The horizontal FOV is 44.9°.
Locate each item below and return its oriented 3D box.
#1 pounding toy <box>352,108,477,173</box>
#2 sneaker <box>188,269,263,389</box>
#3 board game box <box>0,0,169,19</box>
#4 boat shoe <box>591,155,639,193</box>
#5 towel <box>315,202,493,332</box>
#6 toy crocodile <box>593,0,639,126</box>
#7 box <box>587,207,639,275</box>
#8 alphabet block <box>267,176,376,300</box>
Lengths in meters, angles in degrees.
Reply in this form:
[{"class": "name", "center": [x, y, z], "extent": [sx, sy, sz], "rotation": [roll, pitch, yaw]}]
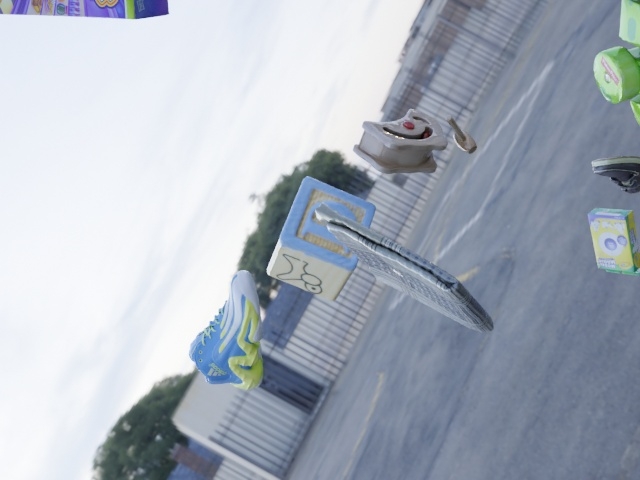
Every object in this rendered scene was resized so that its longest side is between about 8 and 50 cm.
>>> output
[{"class": "pounding toy", "center": [0.214, -0.253, 1.739], "extent": [0.154, 0.270, 0.154], "rotation": [57, 139, 39]}, {"class": "sneaker", "center": [-0.161, 0.161, 1.297], "extent": [0.091, 0.126, 0.240], "rotation": [-109, 16, -58]}, {"class": "board game box", "center": [-0.295, -0.423, 0.835], "extent": [0.078, 0.233, 0.347], "rotation": [-47, -40, -62]}, {"class": "boat shoe", "center": [0.445, -0.090, 1.093], "extent": [0.056, 0.152, 0.049], "rotation": [0, 88, 63]}, {"class": "towel", "center": [0.157, 0.062, 1.466], "extent": [0.056, 0.324, 0.312], "rotation": [-57, -29, -3]}, {"class": "toy crocodile", "center": [0.385, -0.261, 0.880], "extent": [0.105, 0.115, 0.340], "rotation": [-115, 7, -58]}, {"class": "box", "center": [0.737, 0.009, 1.933], "extent": [0.043, 0.179, 0.105], "rotation": [-34, 25, -32]}, {"class": "alphabet block", "center": [0.000, 0.000, 1.844], "extent": [0.197, 0.192, 0.193], "rotation": [118, 175, -61]}]
